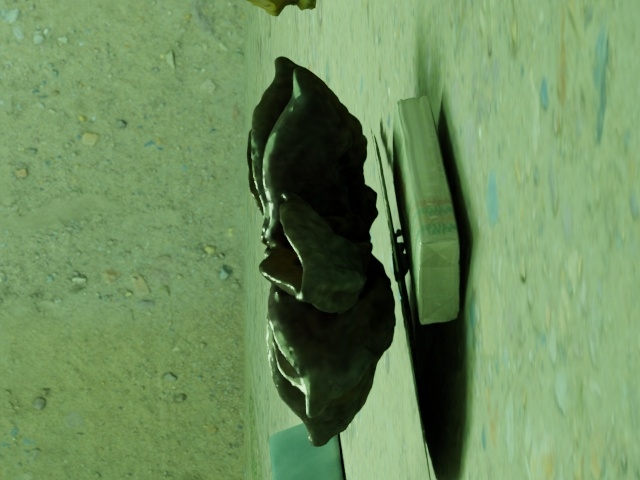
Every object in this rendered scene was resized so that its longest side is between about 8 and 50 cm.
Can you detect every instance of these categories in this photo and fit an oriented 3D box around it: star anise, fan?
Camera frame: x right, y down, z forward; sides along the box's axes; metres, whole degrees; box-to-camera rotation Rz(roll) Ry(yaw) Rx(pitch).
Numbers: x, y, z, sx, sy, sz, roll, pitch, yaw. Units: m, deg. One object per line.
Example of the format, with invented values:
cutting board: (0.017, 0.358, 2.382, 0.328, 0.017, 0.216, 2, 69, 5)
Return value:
star anise: (0.001, 0.013, 0.975, 0.197, 0.073, 0.212, 83, -178, -56)
fan: (0.042, 0.004, 0.989, 0.329, 0.009, 0.190, -95, -5, -64)

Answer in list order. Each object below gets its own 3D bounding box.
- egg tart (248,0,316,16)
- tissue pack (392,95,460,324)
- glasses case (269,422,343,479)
egg tart: (0.002, -0.247, 0.821, 0.294, 0.123, 0.294, 179, 90, -88)
tissue pack: (0.051, -0.016, 0.871, 0.108, 0.023, 0.056, -97, 4, -46)
glasses case: (-0.004, 0.263, 1.387, 0.266, 0.056, 0.105, -98, 9, -51)
